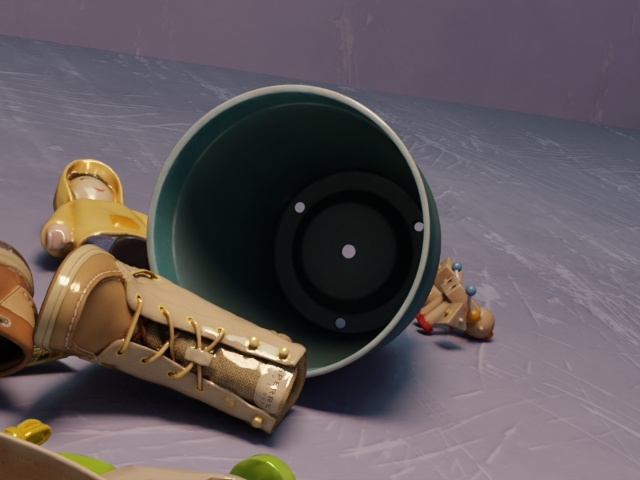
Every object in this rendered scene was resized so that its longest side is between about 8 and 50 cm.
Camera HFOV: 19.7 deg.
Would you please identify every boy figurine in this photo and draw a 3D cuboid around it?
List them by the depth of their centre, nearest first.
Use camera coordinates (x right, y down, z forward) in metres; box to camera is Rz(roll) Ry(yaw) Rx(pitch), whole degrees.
[{"bbox_3d":[-0.215,-0.008,1.977,0.177,0.092,0.285,4,19,-22],"label":"boy figurine"}]

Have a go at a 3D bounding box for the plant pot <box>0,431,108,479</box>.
[{"bbox_3d":[-0.210,0.200,0.741,0.284,0.191,0.284,12,14,-3],"label":"plant pot"}]

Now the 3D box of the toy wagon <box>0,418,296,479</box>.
[{"bbox_3d":[-0.087,0.211,1.258,0.344,0.068,0.267,18,15,27],"label":"toy wagon"}]

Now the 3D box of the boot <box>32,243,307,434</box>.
[{"bbox_3d":[-0.120,0.090,1.567,0.203,0.095,0.262,25,-1,12],"label":"boot"}]

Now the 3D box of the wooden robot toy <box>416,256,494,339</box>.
[{"bbox_3d":[0.154,0.083,2.036,0.079,0.076,0.173,46,7,-14],"label":"wooden robot toy"}]

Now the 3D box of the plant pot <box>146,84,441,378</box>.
[{"bbox_3d":[0.000,0.000,1.813,0.271,0.272,0.255,16,0,16],"label":"plant pot"}]

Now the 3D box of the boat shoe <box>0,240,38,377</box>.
[{"bbox_3d":[-0.381,0.063,1.482,0.324,0.123,0.120,-3,41,-22],"label":"boat shoe"}]

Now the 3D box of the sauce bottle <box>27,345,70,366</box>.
[{"bbox_3d":[-0.270,0.094,1.617,0.128,0.042,0.042,-14,28,-42],"label":"sauce bottle"}]
